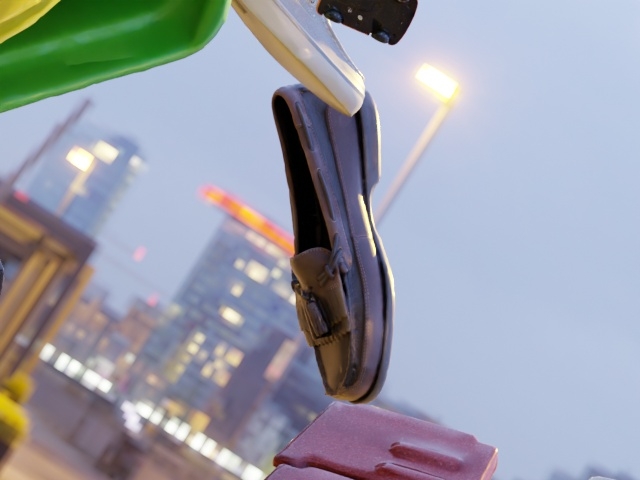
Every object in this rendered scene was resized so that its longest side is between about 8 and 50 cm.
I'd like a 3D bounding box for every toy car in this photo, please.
[{"bbox_3d":[0.031,-0.178,1.140,0.060,0.122,0.040,5,24,-10],"label":"toy car"}]

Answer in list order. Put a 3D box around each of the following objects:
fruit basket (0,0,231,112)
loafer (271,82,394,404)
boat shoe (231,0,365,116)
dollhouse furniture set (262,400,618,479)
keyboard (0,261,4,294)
[{"bbox_3d":[-0.195,-0.151,0.861,0.392,0.392,0.283,28,-45,33],"label":"fruit basket"},{"bbox_3d":[0.000,0.000,1.783,0.095,0.303,0.109,7,-18,-31],"label":"loafer"},{"bbox_3d":[-0.026,-0.195,1.481,0.227,0.081,0.079,49,-8,-21],"label":"boat shoe"},{"bbox_3d":[0.134,0.244,1.066,0.374,0.201,0.152,13,30,21],"label":"dollhouse furniture set"},{"bbox_3d":[-0.456,0.029,1.867,0.317,0.202,0.033,3,23,-29],"label":"keyboard"}]
